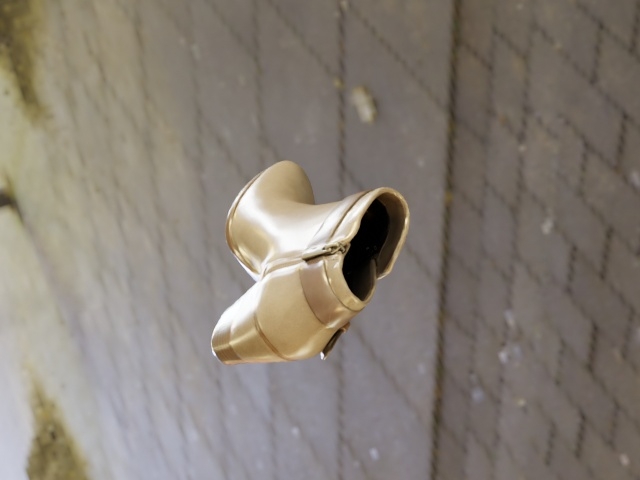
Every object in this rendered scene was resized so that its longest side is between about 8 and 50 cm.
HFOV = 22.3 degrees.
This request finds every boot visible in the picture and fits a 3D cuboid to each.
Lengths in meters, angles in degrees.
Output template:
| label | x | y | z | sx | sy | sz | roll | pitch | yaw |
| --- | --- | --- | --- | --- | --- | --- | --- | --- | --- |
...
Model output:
| label | x | y | z | sx | sy | sz | roll | pitch | yaw |
| --- | --- | --- | --- | --- | --- | --- | --- | --- | --- |
| boot | 0.000 | 0.000 | 0.635 | 0.087 | 0.042 | 0.118 | -29 | 35 | 42 |
